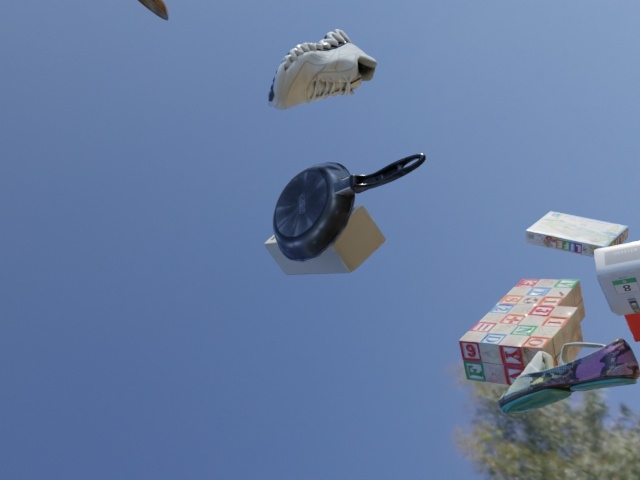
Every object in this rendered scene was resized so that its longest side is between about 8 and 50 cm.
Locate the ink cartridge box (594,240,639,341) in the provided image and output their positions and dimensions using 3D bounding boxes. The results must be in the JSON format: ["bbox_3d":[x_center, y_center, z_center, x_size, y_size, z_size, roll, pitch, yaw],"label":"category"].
[{"bbox_3d":[0.486,0.079,1.083,0.224,0.181,0.056,54,-145,-37],"label":"ink cartridge box"}]

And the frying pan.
[{"bbox_3d":[0.025,-0.058,1.413,0.053,0.326,0.197,28,-109,-39],"label":"frying pan"}]

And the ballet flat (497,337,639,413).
[{"bbox_3d":[0.355,0.193,1.179,0.077,0.222,0.079,20,-125,-40],"label":"ballet flat"}]

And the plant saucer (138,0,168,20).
[{"bbox_3d":[-0.237,-0.334,1.103,0.015,0.083,0.083,-53,-51,-3],"label":"plant saucer"}]

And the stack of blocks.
[{"bbox_3d":[0.422,0.174,1.589,0.297,0.171,0.087,-32,-66,-46],"label":"stack of blocks"}]

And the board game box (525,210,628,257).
[{"bbox_3d":[0.475,-0.011,1.500,0.103,0.154,0.026,-30,-56,-41],"label":"board game box"}]

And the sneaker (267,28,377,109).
[{"bbox_3d":[0.007,-0.317,1.551,0.292,0.118,0.110,-41,-19,-45],"label":"sneaker"}]

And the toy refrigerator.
[{"bbox_3d":[0.000,0.000,1.580,0.102,0.270,0.094,-42,-74,-24],"label":"toy refrigerator"}]
